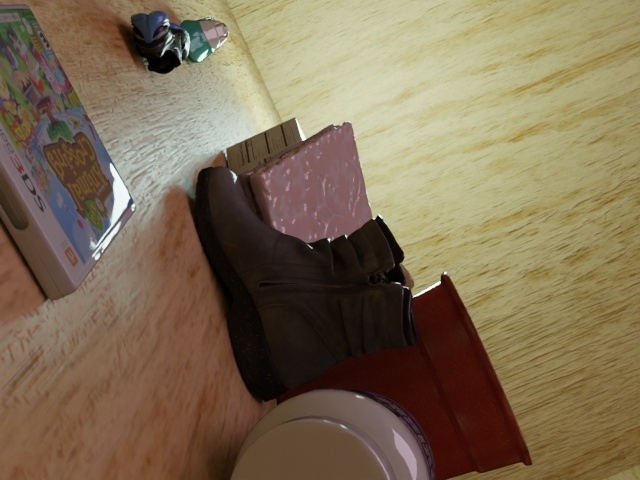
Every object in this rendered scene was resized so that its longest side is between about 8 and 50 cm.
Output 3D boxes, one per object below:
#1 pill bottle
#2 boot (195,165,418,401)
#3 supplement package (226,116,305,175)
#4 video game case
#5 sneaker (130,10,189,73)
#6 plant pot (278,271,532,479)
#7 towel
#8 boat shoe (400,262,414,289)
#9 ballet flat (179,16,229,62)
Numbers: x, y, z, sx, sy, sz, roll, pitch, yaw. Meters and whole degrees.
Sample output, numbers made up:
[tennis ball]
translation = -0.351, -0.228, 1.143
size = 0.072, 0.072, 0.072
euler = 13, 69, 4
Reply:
[pill bottle]
translation = 0.017, 0.218, 0.705
size = 0.301, 0.169, 0.169
euler = 49, 18, -76
[boot]
translation = -0.017, 0.018, 0.980
size = 0.118, 0.223, 0.338
euler = 55, 12, -63
[supplement package]
translation = -0.048, -0.050, 1.441
size = 0.204, 0.145, 0.261
euler = -106, 172, -54
[video game case]
translation = -0.206, -0.078, 0.573
size = 0.212, 0.023, 0.193
euler = -98, 164, -73
[sneaker]
translation = -0.229, -0.275, 1.122
size = 0.188, 0.067, 0.078
euler = -83, 170, -84
[plant pot]
translation = 0.100, 0.217, 1.049
size = 0.272, 0.265, 0.272
euler = -23, 90, -86
[towel]
translation = 0.000, 0.000, 1.238
size = 0.332, 0.054, 0.316
euler = -38, 119, -57
[boat shoe]
translation = 0.119, 0.048, 1.569
size = 0.109, 0.098, 0.302
euler = 63, 3, -17
[ballet flat]
translation = -0.227, -0.409, 1.559
size = 0.247, 0.087, 0.083
euler = -99, 165, -71
